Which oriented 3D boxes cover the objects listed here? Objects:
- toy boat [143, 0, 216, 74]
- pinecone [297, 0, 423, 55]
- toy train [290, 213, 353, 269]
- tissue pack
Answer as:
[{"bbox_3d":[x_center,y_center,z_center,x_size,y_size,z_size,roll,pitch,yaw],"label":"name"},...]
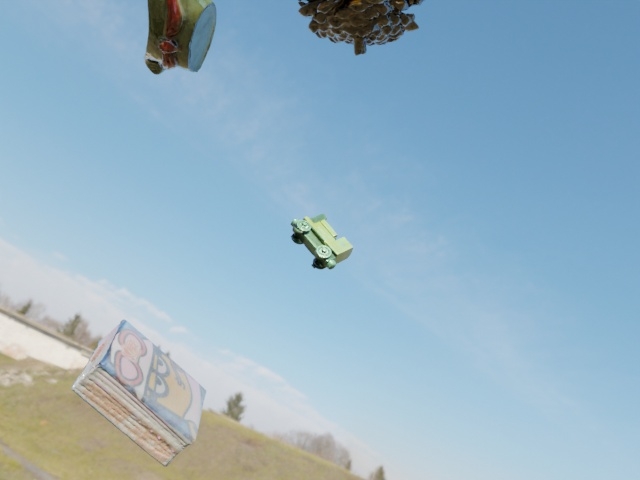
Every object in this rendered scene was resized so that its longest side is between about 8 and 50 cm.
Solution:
[{"bbox_3d":[-0.160,-0.242,0.617,0.071,0.089,0.185,31,-32,-1],"label":"toy boat"},{"bbox_3d":[0.061,-0.470,1.006,0.257,0.243,0.243,62,-26,1],"label":"pinecone"},{"bbox_3d":[0.000,0.000,1.017,0.122,0.081,0.050,51,-36,23],"label":"toy train"},{"bbox_3d":[-0.222,0.189,0.700,0.155,0.065,0.115,46,8,-17],"label":"tissue pack"}]
